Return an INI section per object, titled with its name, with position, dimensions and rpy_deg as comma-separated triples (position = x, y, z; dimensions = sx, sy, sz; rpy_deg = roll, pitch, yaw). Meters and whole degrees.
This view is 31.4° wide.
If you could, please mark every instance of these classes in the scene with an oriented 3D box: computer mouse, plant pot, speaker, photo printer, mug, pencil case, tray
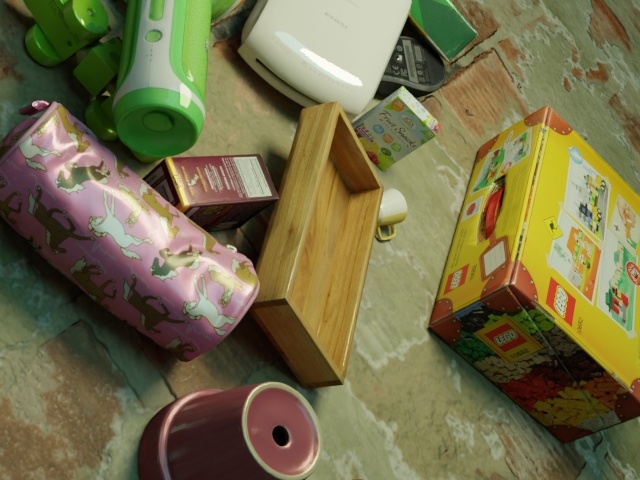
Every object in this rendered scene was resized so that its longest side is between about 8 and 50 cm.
[computer mouse]
position = 0.107, -0.335, 2.137
dimensions = 0.272, 0.072, 0.188
rpy_deg = 11, 59, -26
[plant pot]
position = -0.102, 0.270, 1.453
dimensions = 0.201, 0.180, 0.201
rpy_deg = 25, 49, -33
[speaker]
position = -0.211, -0.260, 1.551
dimensions = 0.131, 0.131, 0.297
rpy_deg = 25, 48, -32
[photo printer]
position = 0.006, -0.363, 1.978
dimensions = 0.256, 0.107, 0.307
rpy_deg = 32, 55, -12
[mug]
position = 0.109, -0.046, 1.956
dimensions = 0.064, 0.062, 0.078
rpy_deg = -18, 72, -41
[pencil case]
position = -0.265, -0.012, 1.491
dimensions = 0.386, 0.160, 0.167
rpy_deg = 41, 19, -17
[tray]
position = 0.000, 0.000, 1.754
dimensions = 0.203, 0.076, 0.411
rpy_deg = 58, 32, -39

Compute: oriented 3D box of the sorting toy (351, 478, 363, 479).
[sorting toy]
position = 0.065, 0.390, 1.633
dimensions = 0.042, 0.061, 0.102
rpy_deg = -25, 44, -21

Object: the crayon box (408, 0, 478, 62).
[crayon box]
position = 0.161, -0.500, 2.206
dimensions = 0.323, 0.083, 0.203
rpy_deg = 46, 9, -12

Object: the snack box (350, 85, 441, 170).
[snack box]
position = 0.127, -0.195, 2.003
dimensions = 0.100, 0.141, 0.037
rpy_deg = 42, 43, -17

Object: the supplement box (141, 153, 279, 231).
[supplement box]
position = -0.169, -0.067, 1.659
dimensions = 0.188, 0.104, 0.081
rpy_deg = -7, 70, -47

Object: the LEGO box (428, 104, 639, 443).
[LEGO box]
position = 0.438, 0.055, 2.109
dimensions = 0.372, 0.193, 0.500
rpy_deg = 41, 43, -18

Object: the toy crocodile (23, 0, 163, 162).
[toy crocodile]
position = -0.313, -0.257, 1.633
dimensions = 0.340, 0.115, 0.105
rpy_deg = 53, 36, -8

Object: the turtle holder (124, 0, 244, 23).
[turtle holder]
position = -0.235, -0.473, 1.792
dimensions = 0.320, 0.243, 0.227
rpy_deg = 21, 19, 18
